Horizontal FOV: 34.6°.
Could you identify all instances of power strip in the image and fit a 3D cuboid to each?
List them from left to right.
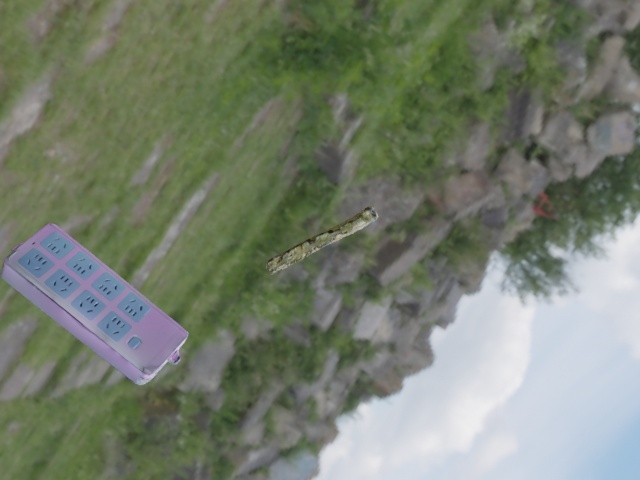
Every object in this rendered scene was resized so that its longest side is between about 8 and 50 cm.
[{"bbox_3d":[-0.312,0.087,1.420,0.037,0.279,0.109,-53,177,41],"label":"power strip"}]

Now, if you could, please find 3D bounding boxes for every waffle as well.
[{"bbox_3d":[0.000,0.000,1.387,0.152,0.023,0.097,-26,177,-14],"label":"waffle"}]
